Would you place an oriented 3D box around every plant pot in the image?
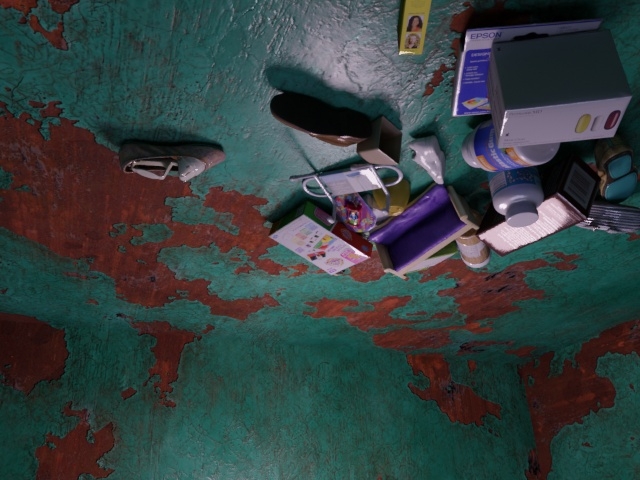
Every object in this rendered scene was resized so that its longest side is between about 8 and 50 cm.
[{"bbox_3d":[0.246,-0.141,1.946,0.135,0.095,0.134,-2,154,-1],"label":"plant pot"},{"bbox_3d":[0.167,-0.282,1.665,0.096,0.108,0.109,-9,155,41],"label":"plant pot"}]

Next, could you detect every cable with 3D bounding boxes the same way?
[{"bbox_3d":[0.982,-0.089,1.980,0.257,0.089,0.257,0,-168,-25],"label":"cable"}]

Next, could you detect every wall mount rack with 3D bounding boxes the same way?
[{"bbox_3d":[0.073,-0.176,1.806,0.351,0.130,0.304,-8,147,26],"label":"wall mount rack"}]

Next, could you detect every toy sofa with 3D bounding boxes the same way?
[{"bbox_3d":[0.356,-0.032,2.017,0.363,0.150,0.177,-38,137,27],"label":"toy sofa"}]

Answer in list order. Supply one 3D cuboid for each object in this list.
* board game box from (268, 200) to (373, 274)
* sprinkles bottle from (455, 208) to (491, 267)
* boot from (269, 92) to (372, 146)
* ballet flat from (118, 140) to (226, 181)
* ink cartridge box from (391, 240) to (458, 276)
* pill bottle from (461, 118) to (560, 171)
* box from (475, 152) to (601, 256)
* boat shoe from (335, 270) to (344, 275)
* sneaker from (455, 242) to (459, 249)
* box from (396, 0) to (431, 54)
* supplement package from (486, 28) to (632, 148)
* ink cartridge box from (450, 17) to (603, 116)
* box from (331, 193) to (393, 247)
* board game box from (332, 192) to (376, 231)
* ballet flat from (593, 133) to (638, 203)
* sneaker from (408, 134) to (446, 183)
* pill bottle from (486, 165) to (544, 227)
[{"bbox_3d":[0.000,0.000,2.130,0.317,0.064,0.242,33,144,-24],"label":"board game box"},{"bbox_3d":[0.581,-0.002,2.182,0.121,0.121,0.355,-11,156,17],"label":"sprinkles bottle"},{"bbox_3d":[-0.013,-0.319,1.583,0.306,0.112,0.115,11,161,-28],"label":"boot"},{"bbox_3d":[-0.447,-0.230,1.716,0.317,0.106,0.107,1,153,-5],"label":"ballet flat"},{"bbox_3d":[0.402,0.058,2.298,0.189,0.096,0.255,-11,166,-23],"label":"ink cartridge box"},{"bbox_3d":[0.512,-0.270,1.573,0.153,0.152,0.272,8,177,-19],"label":"pill bottle"},{"bbox_3d":[0.703,-0.103,1.864,0.143,0.191,0.381,39,150,-9],"label":"box"},{"bbox_3d":[0.060,0.071,2.356,0.095,0.095,0.257,-18,149,17],"label":"boat shoe"},{"bbox_3d":[0.521,0.057,2.389,0.073,0.063,0.162,13,150,-32],"label":"sneaker"},{"bbox_3d":[0.204,-0.516,1.224,0.058,0.087,0.232,-1,154,2],"label":"box"},{"bbox_3d":[0.534,-0.345,1.306,0.262,0.203,0.145,-5,152,9],"label":"supplement package"},{"bbox_3d":[0.492,-0.439,1.416,0.304,0.072,0.307,-3,151,4],"label":"ink cartridge box"},{"bbox_3d":[0.216,-0.058,2.148,0.322,0.058,0.232,20,145,-34],"label":"box"},{"bbox_3d":[0.112,-0.091,2.002,0.133,0.033,0.168,-28,107,42],"label":"board game box"},{"bbox_3d":[0.928,-0.232,1.796,0.123,0.123,0.349,-15,154,24],"label":"ballet flat"},{"bbox_3d":[0.333,-0.252,1.776,0.094,0.080,0.212,-2,148,26],"label":"sneaker"},{"bbox_3d":[0.586,-0.175,1.717,0.147,0.263,0.146,-2,153,-1],"label":"pill bottle"}]
